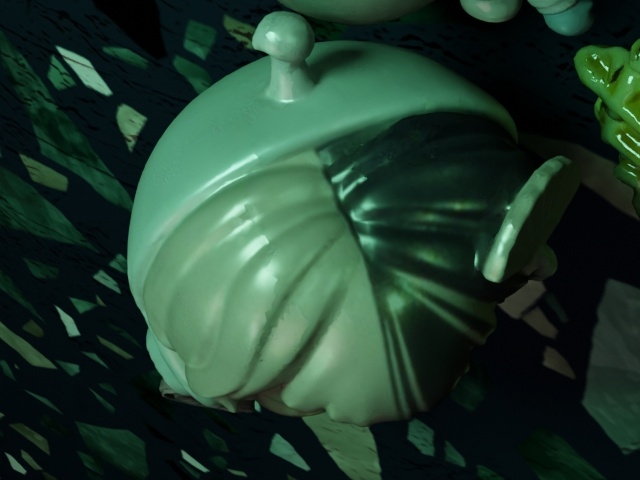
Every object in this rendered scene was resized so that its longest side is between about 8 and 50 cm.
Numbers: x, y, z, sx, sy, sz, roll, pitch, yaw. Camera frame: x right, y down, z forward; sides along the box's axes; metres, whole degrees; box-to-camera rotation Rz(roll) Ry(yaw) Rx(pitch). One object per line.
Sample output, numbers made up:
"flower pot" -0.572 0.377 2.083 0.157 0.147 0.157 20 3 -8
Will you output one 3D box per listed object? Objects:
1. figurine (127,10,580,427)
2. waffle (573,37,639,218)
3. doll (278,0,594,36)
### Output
"figurine" -0.008 0.006 0.871 0.211 0.253 0.361 51 174 -1
"waffle" 0.249 -0.033 0.782 0.208 0.054 0.214 3 137 50
"doll" 0.086 -0.174 0.692 0.287 0.151 0.151 7 138 37
